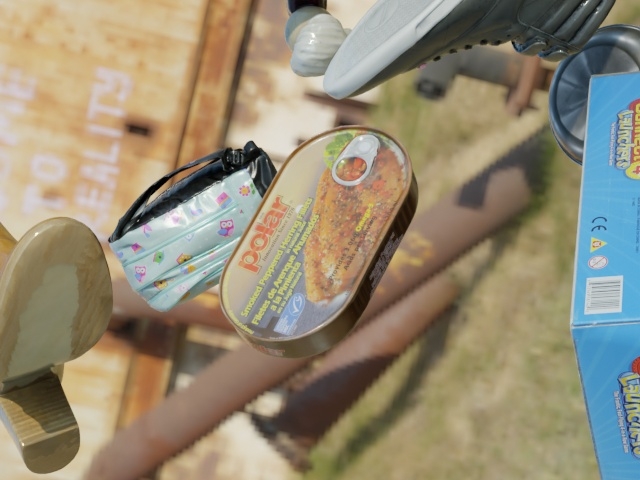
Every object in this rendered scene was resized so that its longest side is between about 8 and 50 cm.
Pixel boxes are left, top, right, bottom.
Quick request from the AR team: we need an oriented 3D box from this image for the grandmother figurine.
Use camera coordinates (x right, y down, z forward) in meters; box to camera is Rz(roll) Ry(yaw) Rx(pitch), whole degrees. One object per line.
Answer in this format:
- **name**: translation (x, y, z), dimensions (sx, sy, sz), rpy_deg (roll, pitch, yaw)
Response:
- **grandmother figurine**: translation (-0.031, -0.358, 2.225), dimensions (0.208, 0.104, 0.342), rpy_deg (65, -170, -60)

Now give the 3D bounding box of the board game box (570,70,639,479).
- **board game box**: translation (0.273, 0.071, 1.367), dimensions (0.308, 0.086, 0.302), rpy_deg (-76, -24, -47)

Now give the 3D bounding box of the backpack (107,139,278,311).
- **backpack**: translation (-0.118, -0.013, 1.674), dimensions (0.115, 0.182, 0.152), rpy_deg (58, 176, 3)

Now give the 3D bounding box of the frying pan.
- **frying pan**: translation (0.390, -0.128, 2.187), dimensions (0.197, 0.053, 0.326), rpy_deg (-25, 69, 35)

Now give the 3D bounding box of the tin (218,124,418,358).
- **tin**: translation (0.000, 0.000, 1.211), dimensions (0.190, 0.106, 0.040), rpy_deg (-61, -27, -24)

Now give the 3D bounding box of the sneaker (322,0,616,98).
- **sneaker**: translation (0.149, -0.193, 1.548), dimensions (0.295, 0.147, 0.104), rpy_deg (-38, 28, 11)

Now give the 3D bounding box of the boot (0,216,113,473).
- **boot**: translation (-0.256, 0.033, 1.379), dimensions (0.211, 0.104, 0.295), rpy_deg (57, 150, 36)
